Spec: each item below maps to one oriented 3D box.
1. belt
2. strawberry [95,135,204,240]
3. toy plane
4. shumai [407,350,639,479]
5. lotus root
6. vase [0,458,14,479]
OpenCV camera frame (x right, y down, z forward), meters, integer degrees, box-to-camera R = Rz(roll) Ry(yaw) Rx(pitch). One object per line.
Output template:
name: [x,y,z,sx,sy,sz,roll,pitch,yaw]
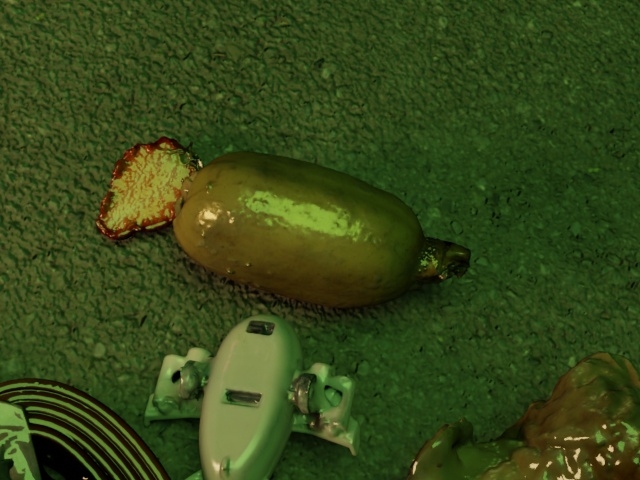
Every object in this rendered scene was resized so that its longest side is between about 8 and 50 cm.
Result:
belt: [-0.263,0.297,1.478,0.217,0.122,0.338,-32,77,-22]
strawberry: [-0.201,-0.060,1.682,0.152,0.048,0.104,-41,85,-8]
toy plane: [-0.077,0.196,1.556,0.245,0.117,0.244,-5,60,8]
shumai: [0.223,0.286,1.475,0.263,0.267,0.314,-7,62,-14]
lotus root: [0.000,0.000,1.619,0.343,0.169,0.151,17,71,-2]
vase: [-0.273,0.290,1.379,0.059,0.059,0.167,-37,79,-21]
